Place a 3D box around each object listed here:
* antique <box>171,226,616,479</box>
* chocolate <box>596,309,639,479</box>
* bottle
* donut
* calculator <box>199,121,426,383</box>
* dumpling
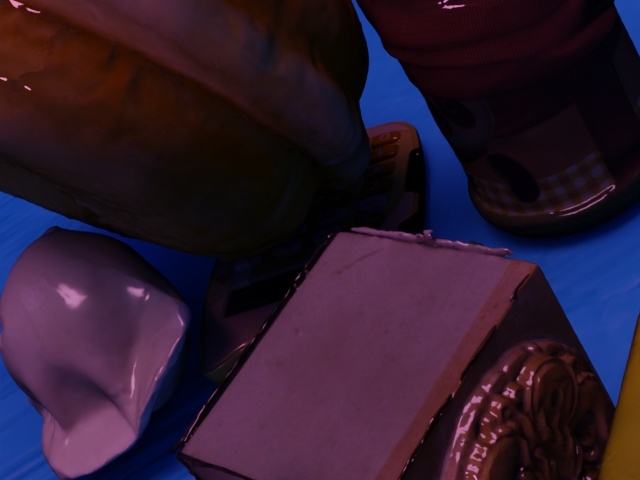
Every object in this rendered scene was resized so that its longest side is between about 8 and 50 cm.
[{"bbox_3d":[0.049,0.096,0.595,0.148,0.152,0.147,11,56,44],"label":"antique"},{"bbox_3d":[0.236,0.137,0.404,0.301,0.137,0.289,-6,44,33],"label":"chocolate"},{"bbox_3d":[0.095,-0.136,0.725,0.156,0.271,0.143,-10,42,32],"label":"bottle"},{"bbox_3d":[-0.176,-0.133,0.781,0.449,0.449,0.198,15,81,48],"label":"donut"},{"bbox_3d":[0.000,0.000,0.857,0.157,0.033,0.236,-18,35,24],"label":"calculator"},{"bbox_3d":[-0.153,0.072,0.841,0.229,0.124,0.151,33,108,59],"label":"dumpling"}]
